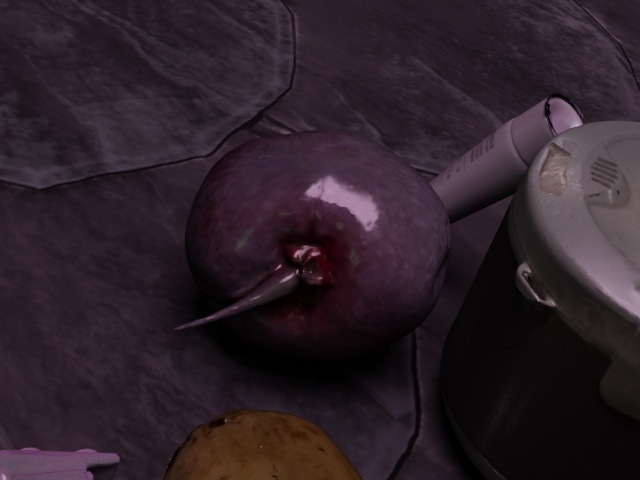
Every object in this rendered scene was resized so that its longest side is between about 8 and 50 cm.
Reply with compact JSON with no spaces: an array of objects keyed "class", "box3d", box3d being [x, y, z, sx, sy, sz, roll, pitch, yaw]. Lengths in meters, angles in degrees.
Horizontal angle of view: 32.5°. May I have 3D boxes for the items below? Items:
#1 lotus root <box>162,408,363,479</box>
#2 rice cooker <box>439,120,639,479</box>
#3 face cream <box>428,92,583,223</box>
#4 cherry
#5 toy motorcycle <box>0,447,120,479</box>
[{"class":"lotus root","box3d":[-0.018,0.225,0.654,0.146,0.160,0.284,3,34,-20]},{"class":"rice cooker","box3d":[0.254,0.064,0.854,0.288,0.277,0.288,11,39,-9]},{"class":"face cream","box3d":[0.131,-0.049,0.986,0.058,0.243,0.092,50,42,-8]},{"class":"cherry","box3d":[0.000,0.000,0.904,0.213,0.183,0.266,17,35,4]},{"class":"toy motorcycle","box3d":[-0.270,0.158,0.663,0.327,0.143,0.188,5,41,-26]}]
